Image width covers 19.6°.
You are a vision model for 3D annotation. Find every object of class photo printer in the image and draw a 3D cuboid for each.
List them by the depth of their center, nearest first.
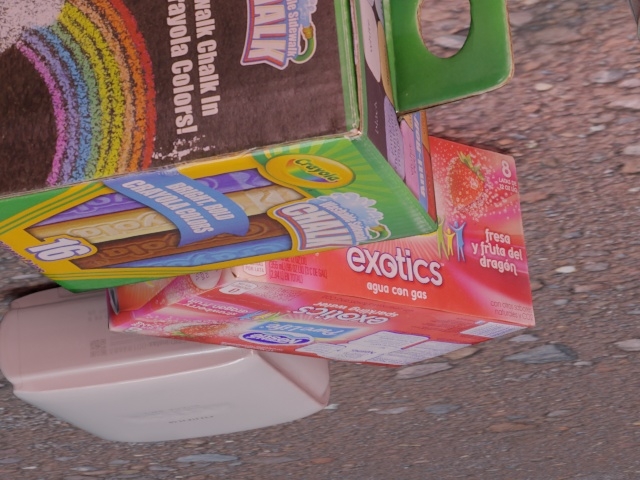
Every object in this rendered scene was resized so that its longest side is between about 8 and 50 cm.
[{"bbox_3d":[-0.133,0.117,1.769,0.256,0.107,0.307,-9,162,11],"label":"photo printer"}]

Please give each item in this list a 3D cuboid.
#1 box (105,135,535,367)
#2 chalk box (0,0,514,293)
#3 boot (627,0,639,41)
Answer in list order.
[{"bbox_3d":[0.000,0.000,1.376,0.300,0.142,0.154,10,157,-40],"label":"box"},{"bbox_3d":[-0.039,-0.095,0.998,0.289,0.180,0.179,-8,162,13],"label":"chalk box"},{"bbox_3d":[0.241,-0.153,0.993,0.095,0.123,0.258,-2,162,-13],"label":"boot"}]
